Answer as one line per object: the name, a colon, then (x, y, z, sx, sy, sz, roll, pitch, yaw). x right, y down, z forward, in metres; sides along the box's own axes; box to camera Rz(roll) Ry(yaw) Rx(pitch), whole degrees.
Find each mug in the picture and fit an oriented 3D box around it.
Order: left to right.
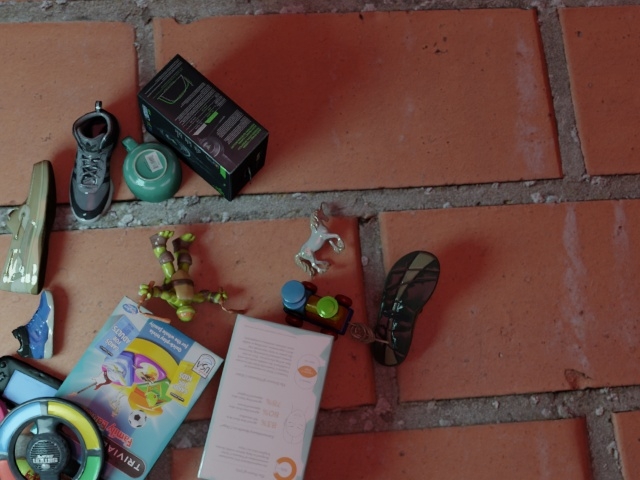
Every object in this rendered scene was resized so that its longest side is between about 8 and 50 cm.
mug: (-0.394, -0.163, 1.954, 0.158, 0.097, 0.129, 18, 78, -2)

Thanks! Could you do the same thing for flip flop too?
flip flop: (0.191, 0.153, 1.965, 0.112, 0.080, 0.276, 17, 94, 10)

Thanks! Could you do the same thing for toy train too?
toy train: (0.032, 0.160, 1.887, 0.248, 0.143, 0.105, 20, 77, 14)

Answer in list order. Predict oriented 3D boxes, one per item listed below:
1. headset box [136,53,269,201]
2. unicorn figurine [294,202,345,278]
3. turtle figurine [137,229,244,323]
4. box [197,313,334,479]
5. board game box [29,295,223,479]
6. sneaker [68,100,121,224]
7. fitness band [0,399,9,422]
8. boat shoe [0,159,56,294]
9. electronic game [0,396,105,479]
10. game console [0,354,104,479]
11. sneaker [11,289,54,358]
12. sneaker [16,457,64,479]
headset box: (-0.248, -0.235, 1.909, 0.283, 0.246, 0.131, 41, 77, 2)
unicorn figurine: (0.000, 0.000, 1.980, 0.111, 0.060, 0.162, 38, 77, 2)
turtle figurine: (-0.301, 0.093, 1.906, 0.270, 0.087, 0.217, 4, 64, -39)
box: (-0.116, 0.354, 1.843, 0.215, 0.168, 0.345, 14, 77, -3)
board game box: (-0.402, 0.326, 1.824, 0.254, 0.079, 0.336, 33, 76, 1)
sneaker: (-0.512, -0.178, 1.917, 0.101, 0.153, 0.268, 8, 78, -4)
fitness band: (-0.762, 0.447, 1.787, 0.209, 0.054, 0.290, 18, 74, 21)
boat shoe: (-0.648, -0.034, 1.901, 0.098, 0.109, 0.302, 6, 84, -6)
electronic game: (-0.545, 0.427, 1.727, 0.230, 0.048, 0.229, 0, 92, 2)
game console: (-0.556, 0.378, 1.858, 0.362, 0.044, 0.213, 26, 77, 0)
sneaker: (-0.627, 0.182, 1.876, 0.085, 0.058, 0.152, 3, 84, -23)
sneaker: (-0.578, 0.517, 1.801, 0.209, 0.094, 0.081, 25, 79, 1)
